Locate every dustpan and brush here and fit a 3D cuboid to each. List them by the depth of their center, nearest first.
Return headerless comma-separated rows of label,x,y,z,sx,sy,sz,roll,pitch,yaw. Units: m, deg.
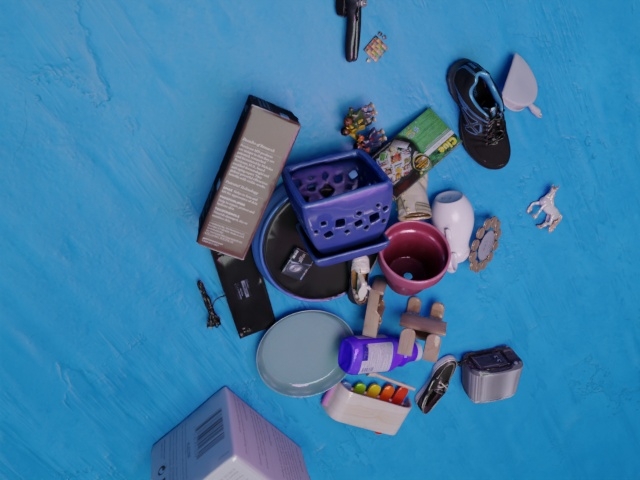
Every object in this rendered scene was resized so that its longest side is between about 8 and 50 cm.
dustpan and brush,0.580,-0.410,1.698,0.211,0.060,0.147,28,74,-26

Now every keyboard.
keyboard,-0.260,0.150,1.752,0.202,0.033,0.317,-19,115,-13

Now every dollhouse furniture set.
dollhouse furniture set,0.264,0.222,1.814,0.242,0.212,0.160,12,113,11

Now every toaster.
toaster,0.569,0.458,2.029,0.227,0.129,0.146,-9,116,-11

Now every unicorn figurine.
unicorn figurine,0.707,-0.103,1.870,0.111,0.060,0.162,-41,131,5

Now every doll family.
doll family,0.111,-0.285,1.636,0.111,0.076,0.193,-30,119,-5

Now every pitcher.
pitcher,0.387,-0.025,1.758,0.126,0.177,0.207,-2,120,23

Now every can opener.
can opener,0.083,-0.552,1.534,0.059,0.073,0.186,-33,128,-43

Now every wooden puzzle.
wooden puzzle,0.148,-0.508,1.587,0.049,0.006,0.083,38,99,-24

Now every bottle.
bottle,0.193,0.355,1.888,0.283,0.092,0.118,2,103,-31

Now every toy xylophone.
toy xylophone,0.178,0.533,1.990,0.323,0.081,0.236,29,103,-23

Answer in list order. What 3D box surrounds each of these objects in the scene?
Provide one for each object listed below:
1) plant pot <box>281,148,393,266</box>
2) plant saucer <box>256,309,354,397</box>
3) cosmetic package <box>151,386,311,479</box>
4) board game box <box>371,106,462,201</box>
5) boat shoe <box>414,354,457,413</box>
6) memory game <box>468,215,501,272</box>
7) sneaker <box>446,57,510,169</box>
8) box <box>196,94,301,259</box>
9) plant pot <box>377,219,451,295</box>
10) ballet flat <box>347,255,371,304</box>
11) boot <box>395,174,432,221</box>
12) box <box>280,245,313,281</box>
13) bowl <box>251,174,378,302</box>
plant pot,0.046,-0.078,1.532,0.236,0.236,0.212,-15,122,-10
plant saucer,-0.046,0.350,1.881,0.318,0.043,0.317,-5,114,-12
cosmetic package,-0.265,0.743,1.835,0.327,0.329,0.393,-41,115,4
board game box,0.251,-0.238,1.644,0.260,0.030,0.136,-40,82,-11
boat shoe,0.403,0.492,2.034,0.078,0.070,0.219,23,105,-21
memory game,0.505,0.013,1.837,0.186,0.012,0.186,-27,128,-40
sneaker,0.451,-0.331,1.661,0.125,0.139,0.340,-31,116,0
box,-0.191,-0.165,1.543,0.143,0.191,0.381,22,105,-16
plant pot,0.259,0.068,1.729,0.202,0.201,0.180,-13,153,-8
ballet flat,0.115,0.096,1.709,0.074,0.074,0.203,-3,112,-12
boot,0.210,-0.139,1.674,0.213,0.077,0.165,4,69,-18
box,-0.062,0.065,1.671,0.067,0.018,0.083,29,102,-25
bowl,0.000,0.000,1.717,0.391,0.077,0.390,-6,113,-14
